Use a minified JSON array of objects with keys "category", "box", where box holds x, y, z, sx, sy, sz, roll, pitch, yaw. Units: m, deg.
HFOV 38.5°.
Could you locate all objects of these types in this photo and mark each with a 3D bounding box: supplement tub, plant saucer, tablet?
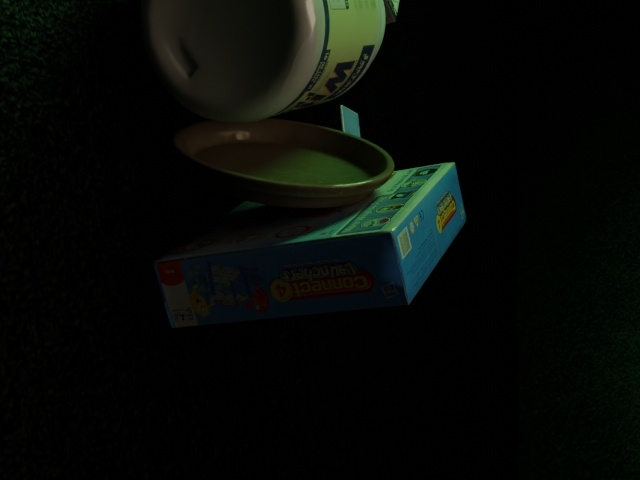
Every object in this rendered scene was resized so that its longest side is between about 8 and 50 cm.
[{"category":"supplement tub","box":[-0.057,-0.285,1.194,0.325,0.235,0.235,-33,112,-64]},{"category":"plant saucer","box":[-0.047,-0.098,1.141,0.278,0.278,0.041,-40,141,-63]},{"category":"tablet","box":[0.056,-0.220,1.715,0.083,0.006,0.054,12,71,-66]}]

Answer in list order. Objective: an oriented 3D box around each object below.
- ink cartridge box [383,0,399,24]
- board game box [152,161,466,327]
[{"category":"ink cartridge box","box":[0.107,-0.558,1.894,0.097,0.046,0.207,-78,149,-41]},{"category":"board game box","box":[0.000,0.000,1.147,0.308,0.302,0.086,-42,121,-62]}]
